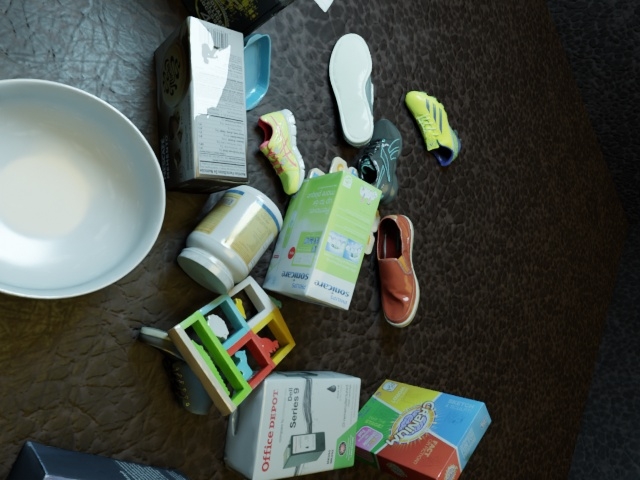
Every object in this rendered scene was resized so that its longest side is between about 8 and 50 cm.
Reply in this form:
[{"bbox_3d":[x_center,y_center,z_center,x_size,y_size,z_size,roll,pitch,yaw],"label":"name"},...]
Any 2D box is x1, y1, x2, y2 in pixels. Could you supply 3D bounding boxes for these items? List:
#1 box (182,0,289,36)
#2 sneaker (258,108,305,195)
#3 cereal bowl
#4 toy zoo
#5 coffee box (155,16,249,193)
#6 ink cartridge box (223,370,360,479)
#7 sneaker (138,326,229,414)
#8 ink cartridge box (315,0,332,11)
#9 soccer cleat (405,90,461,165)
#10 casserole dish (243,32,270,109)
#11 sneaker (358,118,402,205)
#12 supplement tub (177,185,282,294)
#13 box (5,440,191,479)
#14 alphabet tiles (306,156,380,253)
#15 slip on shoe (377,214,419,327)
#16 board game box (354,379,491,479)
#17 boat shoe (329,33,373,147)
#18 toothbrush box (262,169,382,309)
[{"bbox_3d":[-0.209,-0.599,0.840,0.097,0.318,0.394,-49,118,-32],"label":"box"},{"bbox_3d":[-0.102,-0.207,1.071,0.094,0.081,0.208,-12,88,-34],"label":"sneaker"},{"bbox_3d":[-0.441,-0.074,0.720,0.339,0.141,0.338,3,86,-41],"label":"cereal bowl"},{"bbox_3d":[-0.160,0.195,0.939,0.192,0.030,0.293,57,32,-1],"label":"toy zoo"},{"bbox_3d":[-0.238,-0.250,0.890,0.119,0.168,0.297,-2,89,-41],"label":"coffee box"},{"bbox_3d":[-0.056,0.416,1.031,0.289,0.122,0.211,13,78,-39],"label":"ink cartridge box"},{"bbox_3d":[-0.276,0.260,0.879,0.222,0.083,0.118,39,67,-30],"label":"sneaker"},{"bbox_3d":[0.003,-0.746,1.228,0.145,0.045,0.179,36,83,-34],"label":"ink cartridge box"},{"bbox_3d":[0.369,-0.365,1.472,0.289,0.093,0.121,42,68,-30],"label":"soccer cleat"},{"bbox_3d":[-0.159,-0.374,0.991,0.037,0.188,0.114,34,60,12],"label":"casserole dish"},{"bbox_3d":[0.167,-0.235,1.266,0.106,0.101,0.267,18,65,-39],"label":"sneaker"},{"bbox_3d":[-0.186,-0.002,0.932,0.144,0.144,0.199,49,58,-27],"label":"supplement tub"},{"bbox_3d":[-0.379,0.521,0.709,0.294,0.183,0.296,32,67,-33],"label":"box"},{"bbox_3d":[0.057,-0.074,1.228,0.284,0.021,0.277,29,69,-36],"label":"alphabet tiles"},{"bbox_3d":[0.210,0.081,1.282,0.101,0.123,0.331,16,71,-48],"label":"slip on shoe"},{"bbox_3d":[0.235,0.488,1.149,0.242,0.317,0.064,-37,111,-37],"label":"board game box"},{"bbox_3d":[0.092,-0.413,1.254,0.099,0.116,0.319,49,35,-80],"label":"boat shoe"},{"bbox_3d":[0.000,0.000,1.031,0.122,0.206,0.283,22,79,-31],"label":"toothbrush box"}]
